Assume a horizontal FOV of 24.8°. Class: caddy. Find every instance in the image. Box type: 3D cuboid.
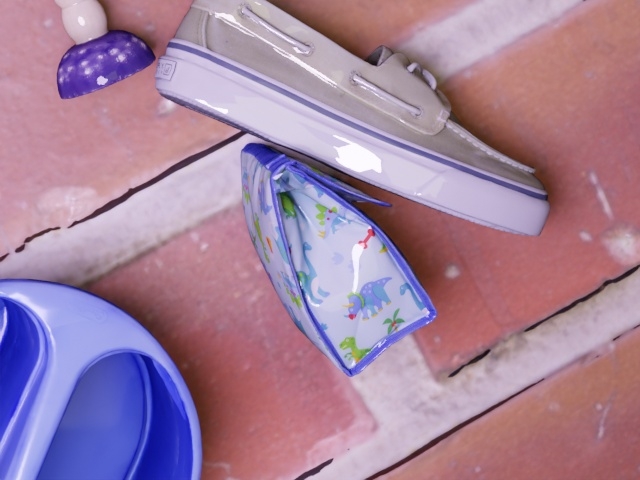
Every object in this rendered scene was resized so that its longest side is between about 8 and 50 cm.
[{"bbox_3d":[-0.224,0.182,0.961,0.241,0.179,0.341,23,94,-17],"label":"caddy"}]

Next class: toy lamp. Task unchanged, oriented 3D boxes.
[{"bbox_3d":[-0.189,-0.233,0.945,0.080,0.080,0.275,-25,108,-10],"label":"toy lamp"}]

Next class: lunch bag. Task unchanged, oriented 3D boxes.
[{"bbox_3d":[0.000,0.000,1.013,0.096,0.129,0.151,-37,106,-6],"label":"lunch bag"}]

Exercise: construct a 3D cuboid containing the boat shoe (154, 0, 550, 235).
[{"bbox_3d":[0.036,-0.089,1.020,0.302,0.109,0.094,22,92,-15],"label":"boat shoe"}]
